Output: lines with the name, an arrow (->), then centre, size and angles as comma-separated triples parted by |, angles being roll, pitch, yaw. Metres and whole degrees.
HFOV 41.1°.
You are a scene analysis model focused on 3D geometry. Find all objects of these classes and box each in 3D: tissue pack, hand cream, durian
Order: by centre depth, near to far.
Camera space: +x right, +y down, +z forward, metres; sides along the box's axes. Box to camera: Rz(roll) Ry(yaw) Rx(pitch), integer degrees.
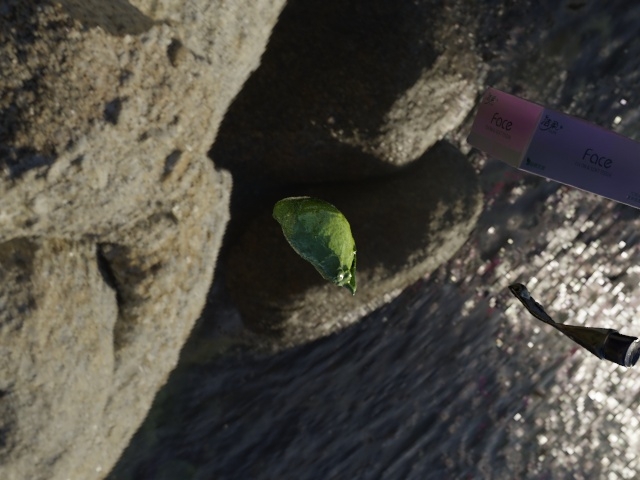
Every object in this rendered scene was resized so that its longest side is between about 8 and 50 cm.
hand cream -> 0.280, 0.094, 0.950 | 0.062, 0.163, 0.039 | 20, 96, -41
tissue pack -> 0.356, -0.130, 1.221 | 0.246, 0.148, 0.092 | 15, 105, -27
durian -> 0.000, 0.000, 1.683 | 0.250, 0.101, 0.139 | 47, 45, -39
